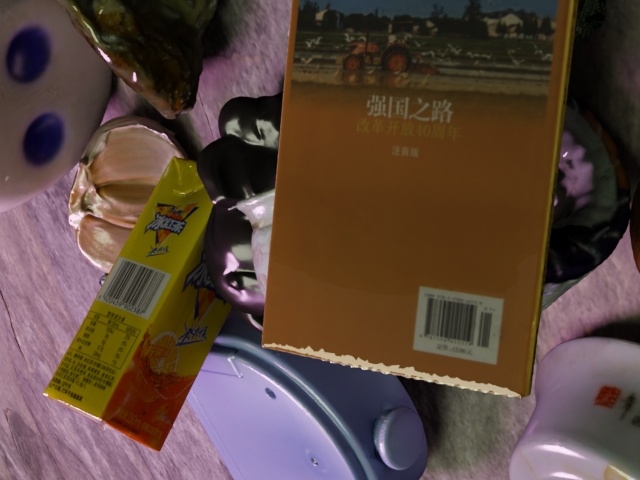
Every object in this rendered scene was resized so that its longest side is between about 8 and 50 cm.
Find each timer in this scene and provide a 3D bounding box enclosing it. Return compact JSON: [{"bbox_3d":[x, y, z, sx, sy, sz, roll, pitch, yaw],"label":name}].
[{"bbox_3d":[-0.006,0.245,1.502,0.395,0.173,0.395,30,141,27],"label":"timer"}]

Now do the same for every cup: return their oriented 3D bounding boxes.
[{"bbox_3d":[0.344,0.290,1.180,0.347,0.163,0.347,35,150,23],"label":"cup"}]

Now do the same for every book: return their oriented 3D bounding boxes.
[{"bbox_3d":[0.079,-0.066,0.940,0.262,0.028,0.374,9,96,27],"label":"book"}]

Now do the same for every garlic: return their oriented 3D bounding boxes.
[{"bbox_3d":[-0.267,-0.068,1.520,0.143,0.177,0.230,-125,47,-69],"label":"garlic"}]

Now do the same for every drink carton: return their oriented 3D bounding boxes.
[{"bbox_3d":[-0.201,0.082,1.388,0.111,0.351,0.154,16,162,29],"label":"drink carton"}]

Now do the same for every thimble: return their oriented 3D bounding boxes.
[{"bbox_3d":[0.174,-0.047,1.042,0.237,0.237,0.150,45,142,4],"label":"thimble"}]

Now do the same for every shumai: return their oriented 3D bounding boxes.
[{"bbox_3d":[-0.187,-0.284,1.282,0.222,0.203,0.272,49,177,2],"label":"shumai"}]

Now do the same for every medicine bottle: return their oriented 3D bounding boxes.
[{"bbox_3d":[0.000,0.000,1.084,0.147,0.147,0.143,-17,91,49],"label":"medicine bottle"}]

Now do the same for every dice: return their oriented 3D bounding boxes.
[{"bbox_3d":[-0.473,-0.233,1.430,0.276,0.304,0.304,25,137,26],"label":"dice"}]

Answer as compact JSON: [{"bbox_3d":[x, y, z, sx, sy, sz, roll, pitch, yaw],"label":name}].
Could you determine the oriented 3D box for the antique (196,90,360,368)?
[{"bbox_3d":[-0.023,-0.023,1.271,0.255,0.185,0.322,28,113,26],"label":"antique"}]

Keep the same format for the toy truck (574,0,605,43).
[{"bbox_3d":[0.139,-0.268,0.974,0.259,0.128,0.135,34,126,17],"label":"toy truck"}]

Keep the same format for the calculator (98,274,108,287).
[{"bbox_3d":[-0.309,0.088,1.787,0.172,0.018,0.057,4,127,40],"label":"calculator"}]

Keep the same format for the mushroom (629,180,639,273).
[{"bbox_3d":[0.368,0.006,0.975,0.194,0.138,0.231,26,137,26],"label":"mushroom"}]

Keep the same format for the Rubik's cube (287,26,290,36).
[{"bbox_3d":[0.007,-0.233,1.163,0.084,0.073,0.075,41,142,12],"label":"Rubik's cube"}]
